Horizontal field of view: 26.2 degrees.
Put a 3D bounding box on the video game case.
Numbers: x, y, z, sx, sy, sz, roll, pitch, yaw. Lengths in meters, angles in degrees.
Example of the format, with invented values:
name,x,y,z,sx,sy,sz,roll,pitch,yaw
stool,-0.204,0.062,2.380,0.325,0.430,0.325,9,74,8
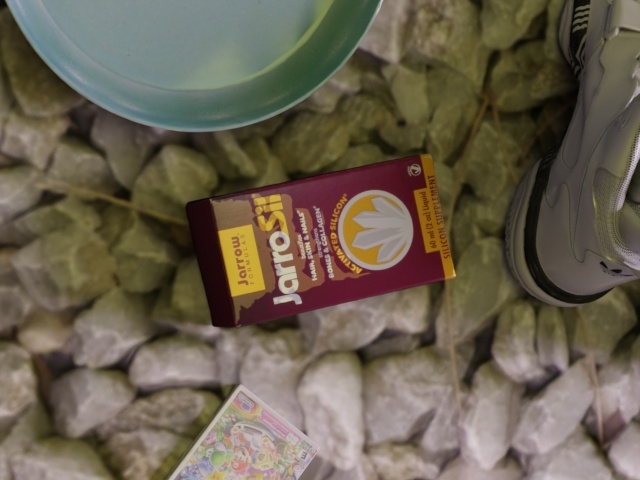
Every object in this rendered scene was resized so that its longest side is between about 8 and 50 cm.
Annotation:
name,x,y,z,sx,sy,sz,roll,pitch,yaw
video game case,-0.069,0.188,1.100,0.087,0.011,0.122,40,77,-13

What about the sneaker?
name,x,y,z,sx,sy,sz,roll,pitch,yaw
sneaker,0.281,-0.119,1.124,0.137,0.210,0.365,22,81,-16

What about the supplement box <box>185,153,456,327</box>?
name,x,y,z,sx,sy,sz,roll,pitch,yaw
supplement box,0.000,0.000,1.094,0.188,0.081,0.104,-12,92,-18

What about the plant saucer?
name,x,y,z,sx,sy,sz,roll,pitch,yaw
plant saucer,-0.094,-0.242,1.043,0.318,0.044,0.317,-5,103,-21
